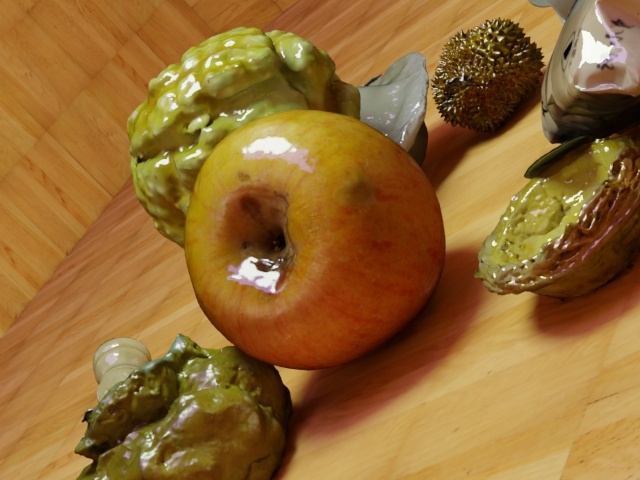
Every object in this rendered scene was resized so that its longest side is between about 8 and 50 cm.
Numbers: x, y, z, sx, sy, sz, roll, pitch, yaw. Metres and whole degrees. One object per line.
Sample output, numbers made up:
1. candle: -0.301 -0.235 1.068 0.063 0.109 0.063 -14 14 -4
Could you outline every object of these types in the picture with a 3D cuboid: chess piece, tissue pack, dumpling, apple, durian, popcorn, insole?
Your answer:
1. chess piece: -0.286 0.226 2.162 0.090 0.090 0.200 -41 26 10
2. tissue pack: 0.367 -0.249 1.442 0.375 0.195 0.390 -51 -3 -2
3. dumpling: 0.085 -0.135 2.030 0.204 0.163 0.293 -24 28 10
4. apple: 0.000 0.000 1.636 0.299 0.299 0.275 -36 -26 27
5. durian: 0.217 -0.220 1.945 0.158 0.137 0.168 -59 -4 32
6. popcorn: -0.106 -0.111 1.873 0.335 0.279 0.274 -52 42 0
7. insole: 0.248 -0.080 1.523 0.080 0.003 0.232 -29 -9 8

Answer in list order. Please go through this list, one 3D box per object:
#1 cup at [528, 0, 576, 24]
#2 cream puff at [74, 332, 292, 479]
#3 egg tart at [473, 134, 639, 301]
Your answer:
1. cup: 0.369 -0.351 1.793 0.257 0.219 0.289 -40 45 14
2. cream puff: -0.169 0.220 1.646 0.282 0.185 0.282 -37 19 15
3. egg tart: 0.239 -0.012 1.385 0.212 0.090 0.212 -39 14 11
